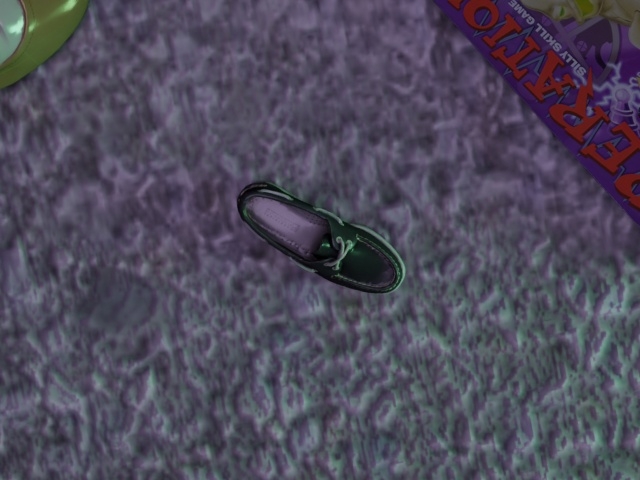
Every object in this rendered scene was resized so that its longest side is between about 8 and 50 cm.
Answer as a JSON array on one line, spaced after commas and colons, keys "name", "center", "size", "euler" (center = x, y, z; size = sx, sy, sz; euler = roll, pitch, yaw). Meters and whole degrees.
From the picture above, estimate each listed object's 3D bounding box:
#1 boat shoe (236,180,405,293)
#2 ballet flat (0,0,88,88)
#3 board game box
[{"name": "boat shoe", "center": [0.000, 0.000, 1.150], "size": [0.125, 0.038, 0.046], "euler": [33, 99, -3]}, {"name": "ballet flat", "center": [-0.258, -0.120, 1.125], "size": [0.232, 0.073, 0.080], "euler": [-27, 97, 6]}, {"name": "board game box", "center": [0.198, -0.150, 1.062], "size": [0.347, 0.056, 0.208], "euler": [46, 137, -5]}]
